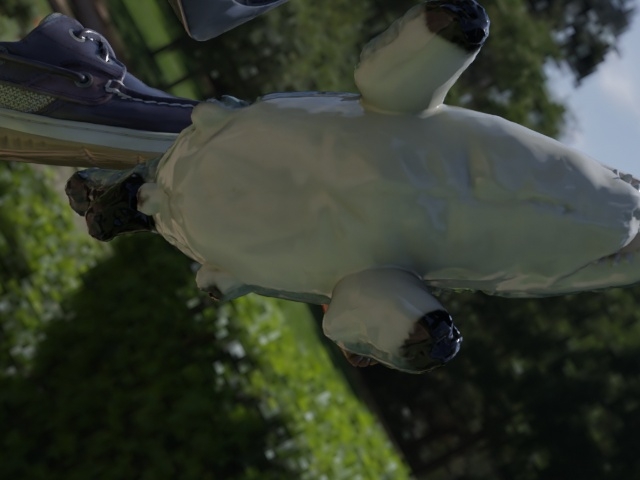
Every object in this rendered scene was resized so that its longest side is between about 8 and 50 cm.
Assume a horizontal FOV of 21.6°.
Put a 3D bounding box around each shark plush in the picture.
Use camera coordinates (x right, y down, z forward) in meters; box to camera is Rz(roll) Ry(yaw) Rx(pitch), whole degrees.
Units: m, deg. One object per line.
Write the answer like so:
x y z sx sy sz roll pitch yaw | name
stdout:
0.000 0.000 0.384 0.067 0.161 0.073 7 75 -50 | shark plush

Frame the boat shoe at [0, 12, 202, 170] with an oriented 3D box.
-0.165 -0.094 1.024 0.103 0.285 0.092 133 -38 -85 | boat shoe

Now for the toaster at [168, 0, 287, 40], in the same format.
-0.025 -0.206 0.726 0.186 0.168 0.110 60 -9 26 | toaster

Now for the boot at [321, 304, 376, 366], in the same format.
0.020 -0.001 1.095 0.085 0.059 0.158 -123 -151 -42 | boot
